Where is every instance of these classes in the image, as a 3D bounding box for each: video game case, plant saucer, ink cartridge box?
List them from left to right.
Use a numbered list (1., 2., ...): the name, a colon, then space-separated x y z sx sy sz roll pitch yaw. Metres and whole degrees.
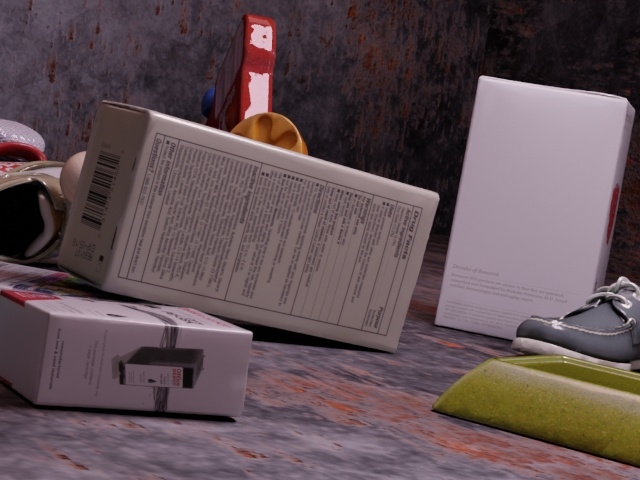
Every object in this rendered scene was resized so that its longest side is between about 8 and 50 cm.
1. video game case: -0.237 0.046 1.298 0.183 0.023 0.201 10 2 1
2. ink cartridge box: -0.124 0.069 0.919 0.135 0.056 0.099 7 3 -30
3. plant saucer: 0.209 0.122 1.111 0.188 0.045 0.188 12 3 32

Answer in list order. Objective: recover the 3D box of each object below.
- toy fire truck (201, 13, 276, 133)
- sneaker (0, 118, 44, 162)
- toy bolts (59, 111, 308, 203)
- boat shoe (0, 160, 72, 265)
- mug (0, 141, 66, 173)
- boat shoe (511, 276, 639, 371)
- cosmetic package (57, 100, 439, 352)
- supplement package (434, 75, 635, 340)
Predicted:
1. toy fire truck: -0.105 -0.096 1.773 0.169 0.254 0.302 8 -23 -12
2. sneaker: -0.476 -0.102 1.933 0.268 0.153 0.101 24 11 37
3. toy bolts: -0.146 -0.053 1.501 0.228 0.218 0.158 16 -6 32
4. boat shoe: -0.311 -0.020 1.546 0.103 0.113 0.302 15 15 36
5. mug: -0.371 -0.048 1.764 0.169 0.113 0.150 2 18 -38
6. boat shoe: 0.305 0.084 1.573 0.116 0.099 0.319 13 4 39
7. cosmetic package: -0.061 -0.010 1.337 0.309 0.160 0.113 15 2 -33
8. supplement package: 0.257 -0.032 1.746 0.175 0.293 0.177 10 4 15
